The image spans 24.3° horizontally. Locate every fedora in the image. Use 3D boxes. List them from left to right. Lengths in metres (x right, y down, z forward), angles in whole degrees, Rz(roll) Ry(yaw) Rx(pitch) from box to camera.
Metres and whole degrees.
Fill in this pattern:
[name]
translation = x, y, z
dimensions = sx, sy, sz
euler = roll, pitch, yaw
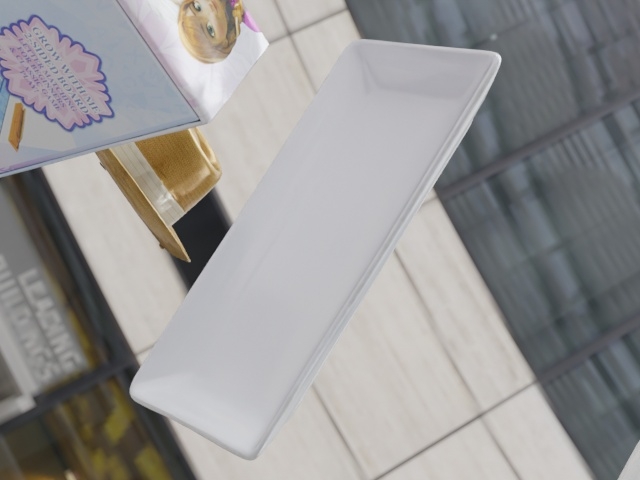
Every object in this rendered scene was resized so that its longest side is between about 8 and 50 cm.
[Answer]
[fedora]
translation = -0.134, -0.075, 1.192
dimensions = 0.194, 0.079, 0.194
euler = 56, -2, 4

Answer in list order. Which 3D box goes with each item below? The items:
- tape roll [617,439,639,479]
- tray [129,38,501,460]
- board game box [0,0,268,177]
[tape roll]
translation = 0.164, 0.113, 0.463
dimensions = 0.100, 0.286, 0.286
euler = 28, -39, 28
[tray]
translation = 0.000, 0.000, 0.876
dimensions = 0.030, 0.270, 0.145
euler = 41, -14, -36
[board game box]
translation = -0.231, -0.163, 0.675
dimensions = 0.318, 0.066, 0.319
euler = -9, -55, 40
